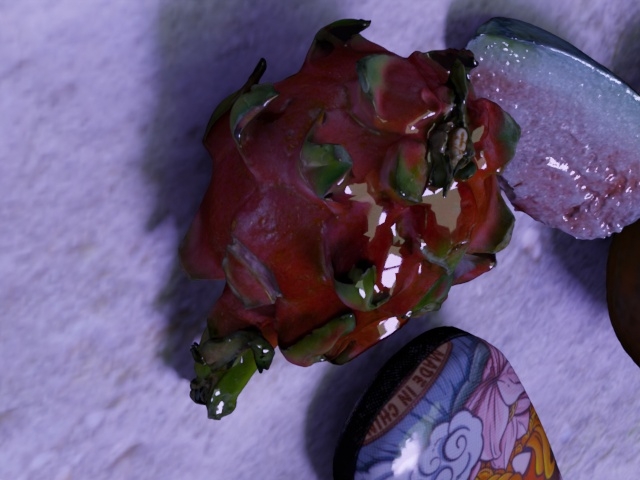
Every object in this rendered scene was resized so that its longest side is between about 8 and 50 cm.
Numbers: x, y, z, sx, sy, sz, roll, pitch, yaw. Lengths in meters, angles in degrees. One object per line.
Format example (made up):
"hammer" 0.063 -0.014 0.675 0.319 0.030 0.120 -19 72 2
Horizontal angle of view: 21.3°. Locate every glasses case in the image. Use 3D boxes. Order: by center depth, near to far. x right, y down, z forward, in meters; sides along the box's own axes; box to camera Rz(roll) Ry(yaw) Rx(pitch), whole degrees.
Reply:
"glasses case" 0.091 0.173 1.053 0.122 0.082 0.321 -49 143 -20

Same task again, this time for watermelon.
"watermelon" 0.131 -0.070 0.954 0.094 0.081 0.180 -40 125 -1

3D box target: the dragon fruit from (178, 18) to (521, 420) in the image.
"dragon fruit" 0.001 -0.003 0.805 0.137 0.135 0.236 -21 150 -39

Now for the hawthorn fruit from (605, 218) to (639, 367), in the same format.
"hawthorn fruit" 0.325 -0.011 1.059 0.268 0.268 0.301 32 76 -54
